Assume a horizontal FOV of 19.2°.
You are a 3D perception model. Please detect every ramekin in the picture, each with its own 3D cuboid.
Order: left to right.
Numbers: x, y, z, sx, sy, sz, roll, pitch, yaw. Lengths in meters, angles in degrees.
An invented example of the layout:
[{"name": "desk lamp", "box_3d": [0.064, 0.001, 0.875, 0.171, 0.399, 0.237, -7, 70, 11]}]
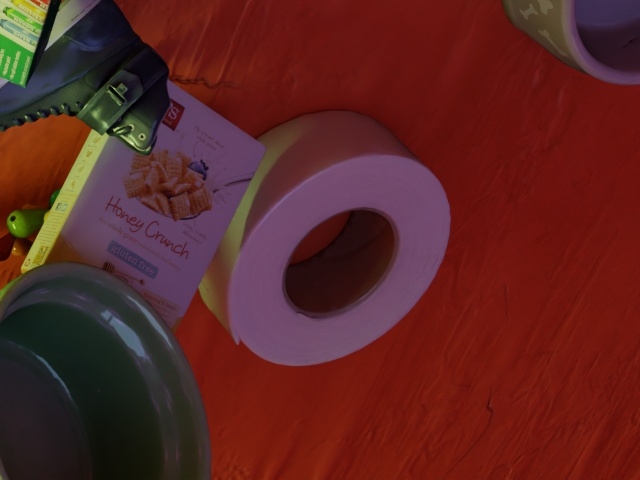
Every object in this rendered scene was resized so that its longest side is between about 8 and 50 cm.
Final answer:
[{"name": "ramekin", "box_3d": [-0.255, 0.184, 1.769, 0.148, 0.303, 0.303, -21, 148, 32]}]

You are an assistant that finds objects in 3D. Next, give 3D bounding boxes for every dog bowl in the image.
[{"name": "dog bowl", "box_3d": [0.369, -0.326, 2.103, 0.349, 0.102, 0.348, -19, 133, -22]}]

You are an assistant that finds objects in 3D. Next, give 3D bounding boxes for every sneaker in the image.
[{"name": "sneaker", "box_3d": [-0.245, -0.116, 1.800, 0.226, 0.086, 0.163, -42, 102, 1]}]

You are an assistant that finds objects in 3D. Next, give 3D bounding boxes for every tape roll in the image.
[{"name": "tape roll", "box_3d": [0.000, 0.000, 2.110, 0.286, 0.100, 0.286, -20, 134, -22]}]

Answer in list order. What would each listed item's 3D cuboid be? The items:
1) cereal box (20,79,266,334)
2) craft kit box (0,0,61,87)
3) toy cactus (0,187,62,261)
[{"name": "cereal box", "box_3d": [-0.174, -0.033, 1.902, 0.173, 0.047, 0.240, 33, 76, -33]}, {"name": "craft kit box", "box_3d": [-0.324, -0.244, 1.526, 0.061, 0.247, 0.250, -66, -175, -26]}, {"name": "toy cactus", "box_3d": [-0.219, -0.024, 1.946, 0.219, 0.112, 0.180, 17, 103, -34]}]
